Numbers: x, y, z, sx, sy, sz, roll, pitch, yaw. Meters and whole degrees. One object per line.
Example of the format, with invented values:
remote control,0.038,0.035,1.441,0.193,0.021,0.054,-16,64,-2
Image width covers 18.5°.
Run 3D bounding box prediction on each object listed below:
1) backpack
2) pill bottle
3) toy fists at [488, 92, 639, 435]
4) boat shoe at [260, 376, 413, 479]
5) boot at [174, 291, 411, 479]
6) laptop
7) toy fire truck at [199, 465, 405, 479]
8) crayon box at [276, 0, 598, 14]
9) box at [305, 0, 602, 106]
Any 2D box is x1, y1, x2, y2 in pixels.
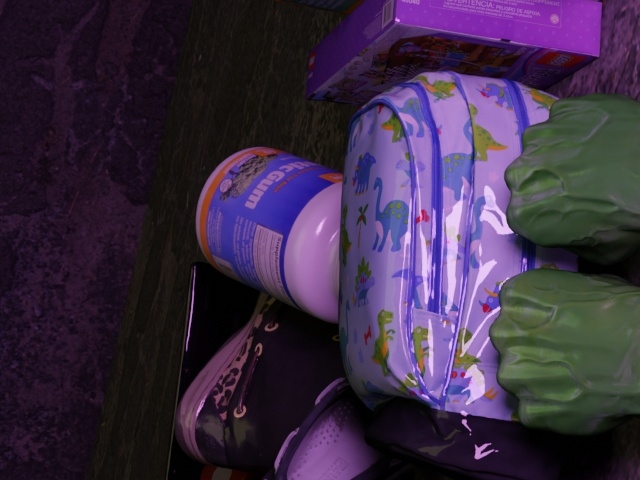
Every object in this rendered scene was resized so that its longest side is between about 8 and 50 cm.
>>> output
backpack,0.128,0.026,1.754,0.290,0.273,0.356,157,133,-81
pill bottle,0.000,0.000,2.065,0.272,0.152,0.152,22,104,50
toy fists,0.215,0.018,1.573,0.096,0.142,0.279,22,-108,-62
boat shoe,0.052,0.178,1.901,0.302,0.114,0.091,-50,-13,-38
boot,0.033,0.117,2.148,0.377,0.138,0.284,-50,34,-17
laptop,-0.123,0.244,2.525,0.236,0.408,0.382,0,80,40
toy fire truck,0.004,0.303,2.212,0.254,0.169,0.302,-38,39,31
crayon box,0.083,-0.270,1.864,0.203,0.323,0.083,155,122,-71
box,0.121,-0.182,1.909,0.293,0.201,0.057,151,125,-70
